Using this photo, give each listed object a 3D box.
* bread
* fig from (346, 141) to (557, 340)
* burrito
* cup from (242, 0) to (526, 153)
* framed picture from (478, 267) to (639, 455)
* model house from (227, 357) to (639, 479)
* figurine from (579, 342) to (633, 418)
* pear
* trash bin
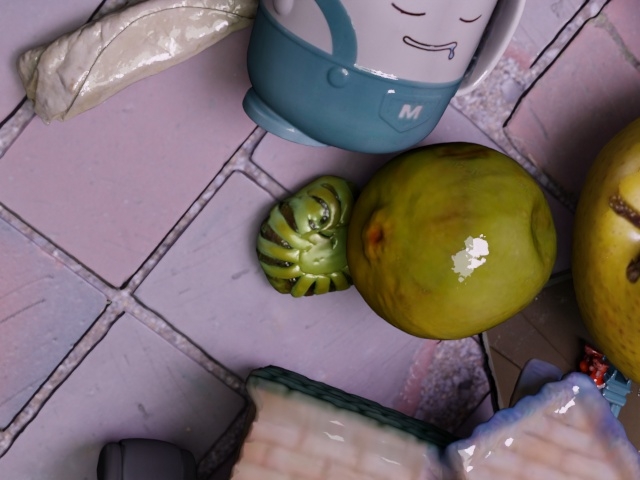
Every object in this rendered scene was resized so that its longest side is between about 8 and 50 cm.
[{"bbox_3d":[0.000,0.000,1.408,0.139,0.071,0.130,-16,111,-8],"label":"bread"},{"bbox_3d":[0.144,-0.007,1.328,0.230,0.207,0.207,-19,108,-26],"label":"fig"},{"bbox_3d":[-0.172,-0.203,1.324,0.275,0.059,0.082,-24,96,-6],"label":"burrito"},{"bbox_3d":[0.077,-0.225,1.287,0.289,0.219,0.258,-1,125,-37],"label":"cup"},{"bbox_3d":[0.296,0.163,1.540,0.192,0.018,0.265,-17,107,-8],"label":"framed picture"},{"bbox_3d":[0.103,0.324,1.375,0.445,0.395,0.400,17,62,5],"label":"model house"},{"bbox_3d":[0.300,0.195,1.509,0.075,0.068,0.140,27,104,-20],"label":"figurine"},{"bbox_3d":[0.447,0.014,1.354,0.418,0.362,0.362,5,105,-47],"label":"pear"},{"bbox_3d":[-0.199,0.331,1.394,0.101,0.177,0.236,8,106,-14],"label":"trash bin"}]
